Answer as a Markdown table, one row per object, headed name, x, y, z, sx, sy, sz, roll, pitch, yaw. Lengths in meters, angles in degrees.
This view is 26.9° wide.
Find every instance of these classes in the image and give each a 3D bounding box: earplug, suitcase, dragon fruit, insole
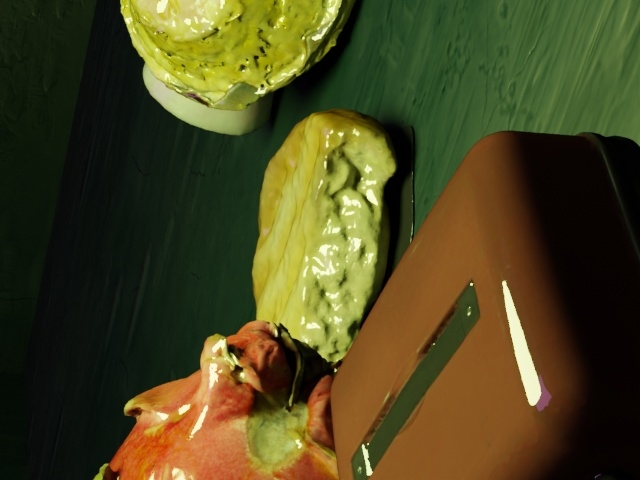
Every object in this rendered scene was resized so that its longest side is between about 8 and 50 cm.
| name | x | y | z | sx | sy | sz | roll | pitch | yaw |
| --- | --- | --- | --- | --- | --- | --- | --- | --- | --- |
| earplug | -0.087 | -0.297 | 1.624 | 0.172 | 0.172 | 0.301 | -103 | 33 | -47 |
| suitcase | 0.125 | 0.100 | 0.805 | 0.297 | 0.161 | 0.236 | 118 | 152 | -44 |
| dragon fruit | -0.037 | 0.207 | 1.053 | 0.226 | 0.305 | 0.305 | 119 | 153 | -42 |
| insole | 0.077 | -0.033 | 1.252 | 0.053 | 0.002 | 0.153 | 146 | 129 | -66 |

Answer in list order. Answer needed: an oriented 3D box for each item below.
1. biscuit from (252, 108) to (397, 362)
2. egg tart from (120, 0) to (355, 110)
| name | x | y | z | sx | sy | sz | roll | pitch | yaw |
| --- | --- | --- | --- | --- | --- | --- | --- | --- | --- |
| biscuit | 0.001 | 0.000 | 1.325 | 0.213 | 0.091 | 0.274 | -133 | 51 | -65 |
| egg tart | -0.112 | -0.309 | 1.473 | 0.341 | 0.132 | 0.341 | 4 | 99 | 31 |
